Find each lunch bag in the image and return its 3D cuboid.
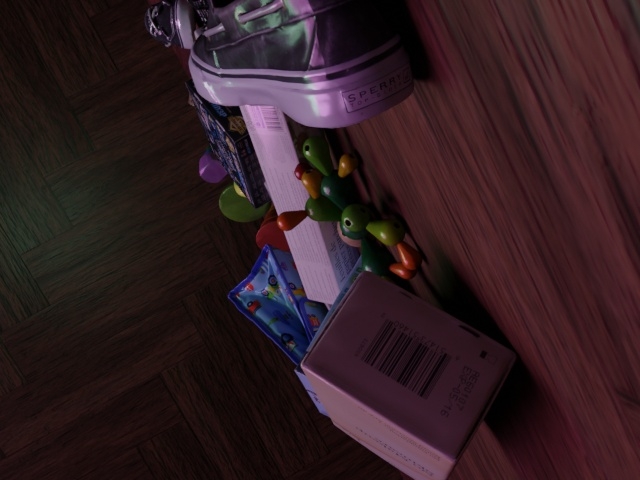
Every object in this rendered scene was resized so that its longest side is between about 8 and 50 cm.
[{"bbox_3d":[0.006,0.165,1.240,0.221,0.138,0.293,21,-159,-46],"label":"lunch bag"}]

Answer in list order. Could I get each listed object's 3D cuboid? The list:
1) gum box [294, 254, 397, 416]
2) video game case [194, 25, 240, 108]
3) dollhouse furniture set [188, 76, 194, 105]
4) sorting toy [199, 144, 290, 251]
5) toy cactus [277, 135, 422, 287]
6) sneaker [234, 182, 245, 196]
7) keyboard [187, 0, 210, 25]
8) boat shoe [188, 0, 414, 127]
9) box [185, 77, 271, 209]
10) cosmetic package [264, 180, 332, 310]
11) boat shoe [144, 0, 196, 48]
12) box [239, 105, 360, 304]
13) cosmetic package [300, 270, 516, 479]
[{"bbox_3d":[0.043,0.125,0.893,0.041,0.184,0.157,20,155,23],"label":"gum box"},{"bbox_3d":[-0.154,-0.248,1.266,0.227,0.026,0.206,56,168,12],"label":"video game case"},{"bbox_3d":[-0.203,-0.353,1.461,0.144,0.123,0.151,-135,52,-68],"label":"dollhouse furniture set"},{"bbox_3d":[-0.176,-0.117,1.723,0.365,0.127,0.126,47,-158,-41],"label":"sorting toy"},{"bbox_3d":[0.036,-0.009,0.782,0.219,0.112,0.180,52,-177,3],"label":"toy cactus"},{"bbox_3d":[-0.160,-0.210,1.520,0.295,0.110,0.123,-120,32,-48],"label":"sneaker"},{"bbox_3d":[-0.184,-0.366,1.231,0.317,0.033,0.201,65,173,-26],"label":"keyboard"},{"bbox_3d":[-0.034,-0.178,0.560,0.335,0.121,0.119,29,141,58],"label":"boat shoe"},{"bbox_3d":[-0.164,-0.183,1.286,0.175,0.051,0.220,51,166,27],"label":"box"},{"bbox_3d":[0.000,0.000,1.121,0.117,0.086,0.231,53,168,57],"label":"cosmetic package"},{"bbox_3d":[-0.315,-0.458,1.445,0.301,0.102,0.108,-127,36,-68],"label":"boat shoe"},{"bbox_3d":[-0.017,-0.056,0.864,0.067,0.063,0.324,9,134,34],"label":"box"},{"bbox_3d":[0.090,0.163,0.724,0.160,0.113,0.309,29,162,19],"label":"cosmetic package"}]
